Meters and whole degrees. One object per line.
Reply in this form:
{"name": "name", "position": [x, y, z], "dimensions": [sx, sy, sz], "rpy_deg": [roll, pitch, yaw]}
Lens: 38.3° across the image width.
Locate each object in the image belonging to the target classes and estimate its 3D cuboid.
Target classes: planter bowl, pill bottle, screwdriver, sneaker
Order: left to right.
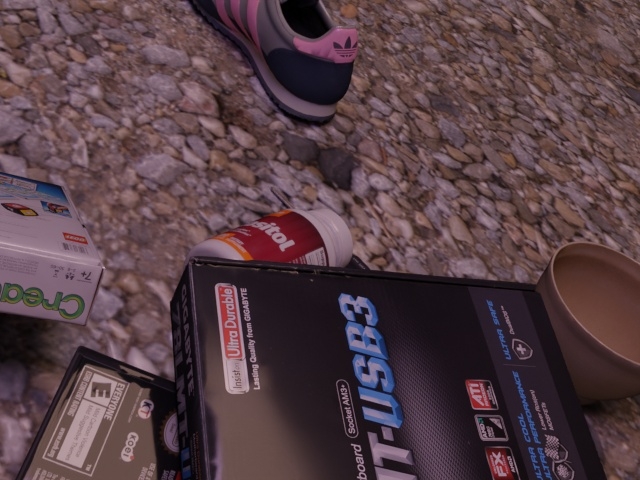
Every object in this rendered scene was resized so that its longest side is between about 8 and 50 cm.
{"name": "pill bottle", "position": [-0.042, 0.021, 0.829], "dimensions": [0.086, 0.086, 0.152], "rpy_deg": [45, 41, 19]}
{"name": "sneaker", "position": [-0.057, -0.293, 1.126], "dimensions": [0.112, 0.131, 0.319], "rpy_deg": [-16, 57, -42]}
{"name": "screwdriver", "position": [0.000, 0.000, 0.936], "dimensions": [0.025, 0.024, 0.170], "rpy_deg": [-41, 66, -20]}
{"name": "planter bowl", "position": [0.273, 0.096, 0.923], "dimensions": [0.162, 0.109, 0.162], "rpy_deg": [17, 40, -15]}

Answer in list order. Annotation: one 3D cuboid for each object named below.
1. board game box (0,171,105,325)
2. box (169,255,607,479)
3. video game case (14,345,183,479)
{"name": "board game box", "position": [-0.321, -0.024, 0.649], "dimensions": [0.305, 0.053, 0.193], "rpy_deg": [13, 13, -27]}
{"name": "box", "position": [0.054, 0.157, 0.626], "dimensions": [0.293, 0.073, 0.296], "rpy_deg": [7, 52, -22]}
{"name": "video game case", "position": [-0.088, 0.228, 0.577], "dimensions": [0.248, 0.035, 0.275], "rpy_deg": [23, 50, -8]}
